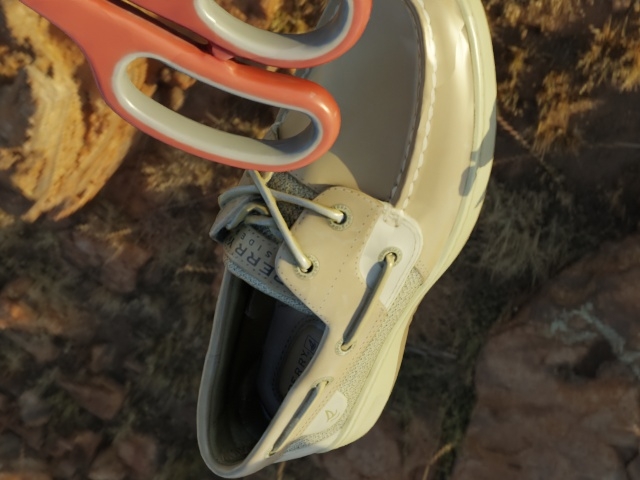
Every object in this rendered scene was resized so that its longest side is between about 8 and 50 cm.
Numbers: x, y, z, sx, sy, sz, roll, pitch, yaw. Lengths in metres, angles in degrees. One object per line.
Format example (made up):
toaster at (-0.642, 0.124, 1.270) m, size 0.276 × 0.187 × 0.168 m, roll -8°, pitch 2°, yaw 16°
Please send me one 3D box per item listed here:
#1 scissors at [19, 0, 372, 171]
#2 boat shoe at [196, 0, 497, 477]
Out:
scissors at (-0.118, -0.101, 0.361) m, size 0.297 × 0.021 × 0.109 m, roll 16°, pitch 131°, yaw -19°
boat shoe at (0.000, 0.000, 0.508) m, size 0.109 × 0.098 × 0.302 m, roll 38°, pitch 128°, yaw 32°
